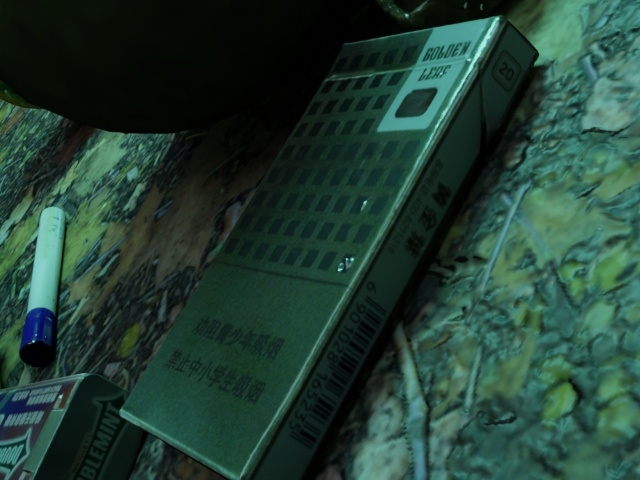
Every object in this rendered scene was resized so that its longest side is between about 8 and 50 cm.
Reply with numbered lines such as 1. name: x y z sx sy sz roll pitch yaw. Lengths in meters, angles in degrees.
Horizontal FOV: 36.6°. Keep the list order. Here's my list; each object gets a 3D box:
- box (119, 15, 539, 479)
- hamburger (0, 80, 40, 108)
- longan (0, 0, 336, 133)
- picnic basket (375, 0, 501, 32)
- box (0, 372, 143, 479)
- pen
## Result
1. box: 0.001 0.000 0.636 0.180 0.047 0.325 7 62 57
2. hamburger: -0.376 -0.291 1.311 0.169 0.246 0.246 -4 53 43
3. longan: -0.143 -0.282 0.846 0.391 0.391 0.391 -35 33 27
4. picnic basket: 0.091 -0.213 0.742 0.110 0.055 0.193 -44 30 16
5. box: -0.233 0.172 0.753 0.224 0.069 0.120 -17 44 46
6. pen: -0.292 0.039 1.026 0.033 0.033 0.269 -43 30 15
